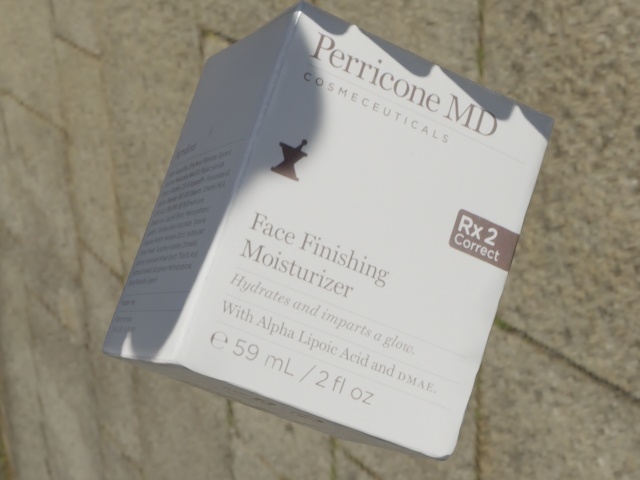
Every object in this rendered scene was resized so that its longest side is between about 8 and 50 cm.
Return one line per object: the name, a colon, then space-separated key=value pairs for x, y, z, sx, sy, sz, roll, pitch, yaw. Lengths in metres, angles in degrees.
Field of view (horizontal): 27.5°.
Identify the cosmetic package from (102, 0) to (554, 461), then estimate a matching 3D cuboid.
cosmetic package: x=0.000 y=0.000 z=0.682 sx=0.151 sy=0.151 sz=0.184 roll=-7 pitch=63 yaw=68
